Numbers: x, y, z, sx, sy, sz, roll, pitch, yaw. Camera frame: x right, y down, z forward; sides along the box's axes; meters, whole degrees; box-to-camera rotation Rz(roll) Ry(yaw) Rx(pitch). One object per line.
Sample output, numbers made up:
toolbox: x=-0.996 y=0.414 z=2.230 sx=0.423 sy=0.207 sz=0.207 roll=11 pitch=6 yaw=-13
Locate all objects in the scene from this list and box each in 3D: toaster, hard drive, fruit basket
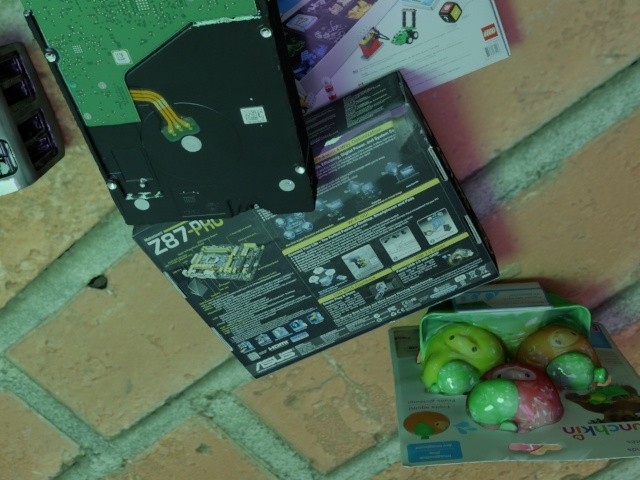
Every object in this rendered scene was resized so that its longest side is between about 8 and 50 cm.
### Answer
toaster: x=-0.414 y=-0.147 z=1.025 sx=0.110 sy=0.186 sz=0.168 roll=-13 pitch=110 yaw=6
hard drive: x=-0.144 y=-0.159 z=0.859 sx=0.236 sy=0.064 sz=0.339 roll=-5 pitch=137 yaw=10
fruit basket: x=0.257 y=0.176 z=1.079 sx=0.326 sy=0.353 sz=0.166 roll=-3 pitch=104 yaw=4

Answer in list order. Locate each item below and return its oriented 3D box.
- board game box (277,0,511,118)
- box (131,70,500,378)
board game box: x=0.058 y=-0.260 z=1.010 sx=0.305 sy=0.053 sz=0.193 roll=-20 pitch=117 yaw=12
box: x=0.000 y=0.000 z=1.104 sx=0.394 sy=0.097 sz=0.318 roll=-25 pitch=128 yaw=15
